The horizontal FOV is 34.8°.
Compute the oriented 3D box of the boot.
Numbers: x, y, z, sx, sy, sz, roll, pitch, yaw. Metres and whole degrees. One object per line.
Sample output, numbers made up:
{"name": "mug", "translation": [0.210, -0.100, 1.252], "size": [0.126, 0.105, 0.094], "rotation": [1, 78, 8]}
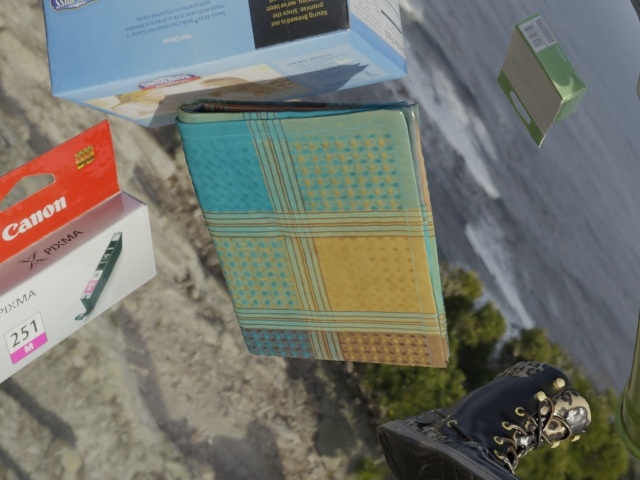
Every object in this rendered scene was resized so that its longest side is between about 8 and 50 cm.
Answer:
{"name": "boot", "translation": [0.286, 0.307, 1.530], "size": [0.377, 0.284, 0.138], "rotation": [10, -59, 65]}

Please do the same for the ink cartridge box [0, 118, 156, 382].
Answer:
{"name": "ink cartridge box", "translation": [-0.333, 0.013, 1.269], "size": [0.060, 0.239, 0.275], "rotation": [30, 49, 29]}

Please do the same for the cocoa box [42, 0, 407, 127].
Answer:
{"name": "cocoa box", "translation": [-0.105, -0.276, 1.136], "size": [0.231, 0.347, 0.228], "rotation": [8, 74, -70]}

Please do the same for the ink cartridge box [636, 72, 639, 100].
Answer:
{"name": "ink cartridge box", "translation": [0.756, -0.252, 1.861], "size": [0.121, 0.289, 0.211], "rotation": [41, 31, -73]}

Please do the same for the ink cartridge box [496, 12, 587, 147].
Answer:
{"name": "ink cartridge box", "translation": [0.408, -0.294, 1.907], "size": [0.171, 0.056, 0.235], "rotation": [61, -5, 15]}

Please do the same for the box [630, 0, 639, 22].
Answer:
{"name": "box", "translation": [0.660, -0.344, 1.294], "size": [0.480, 0.472, 0.297], "rotation": [63, 16, -3]}

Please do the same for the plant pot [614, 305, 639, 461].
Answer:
{"name": "plant pot", "translation": [0.578, 0.178, 1.526], "size": [0.276, 0.276, 0.254], "rotation": [-83, 163, -56]}

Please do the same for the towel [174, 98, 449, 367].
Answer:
{"name": "towel", "translation": [0.000, 0.000, 1.156], "size": [0.040, 0.271, 0.370], "rotation": [-66, 152, -45]}
